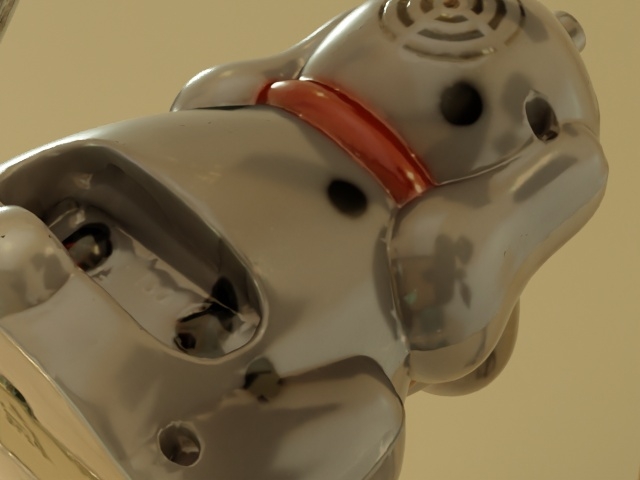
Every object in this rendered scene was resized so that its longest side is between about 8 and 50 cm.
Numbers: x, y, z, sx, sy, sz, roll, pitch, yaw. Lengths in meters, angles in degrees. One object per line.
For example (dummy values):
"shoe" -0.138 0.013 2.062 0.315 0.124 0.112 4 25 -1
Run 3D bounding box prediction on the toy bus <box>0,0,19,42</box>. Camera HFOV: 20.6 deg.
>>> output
"toy bus" -0.256 -0.049 0.949 0.106 0.131 0.297 27 -74 -2

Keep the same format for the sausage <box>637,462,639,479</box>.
"sausage" 0.129 -0.012 0.398 0.112 0.112 0.328 2 -86 4

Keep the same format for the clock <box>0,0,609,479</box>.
"clock" -0.002 0.003 0.602 0.254 0.189 0.189 -36 -66 -27
